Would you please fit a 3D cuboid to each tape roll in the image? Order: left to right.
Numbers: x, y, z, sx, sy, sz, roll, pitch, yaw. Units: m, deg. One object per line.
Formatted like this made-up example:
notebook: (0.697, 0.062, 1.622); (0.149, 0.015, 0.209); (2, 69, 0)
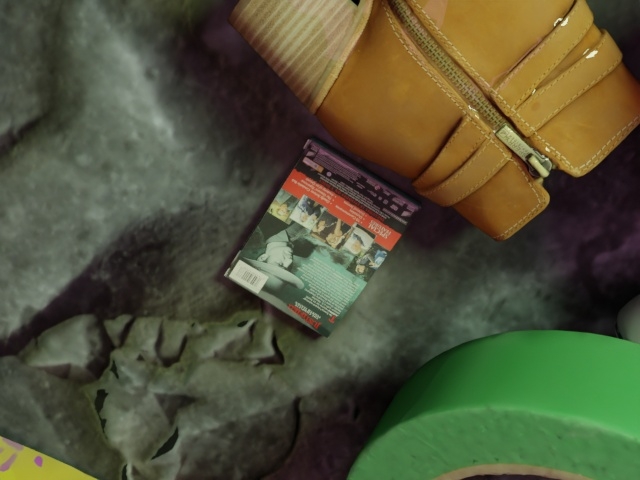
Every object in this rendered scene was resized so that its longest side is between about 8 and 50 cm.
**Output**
tape roll: (0.171, 0.206, 0.643); (0.321, 0.077, 0.321); (18, 131, 21)

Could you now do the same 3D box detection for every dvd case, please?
dvd case: (0.000, 0.000, 0.680); (0.087, 0.013, 0.119); (31, 112, -5)

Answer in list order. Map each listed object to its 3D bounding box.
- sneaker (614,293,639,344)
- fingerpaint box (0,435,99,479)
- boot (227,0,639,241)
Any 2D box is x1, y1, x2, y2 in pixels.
sneaker: (0.276, 0.142, 0.656); (0.258, 0.094, 0.091); (42, 117, -7)
fingerpaint box: (-0.312, 0.403, 0.661); (0.163, 0.445, 0.371); (25, 113, -4)
boot: (0.107, -0.143, 0.550); (0.220, 0.109, 0.283); (40, 115, -8)
